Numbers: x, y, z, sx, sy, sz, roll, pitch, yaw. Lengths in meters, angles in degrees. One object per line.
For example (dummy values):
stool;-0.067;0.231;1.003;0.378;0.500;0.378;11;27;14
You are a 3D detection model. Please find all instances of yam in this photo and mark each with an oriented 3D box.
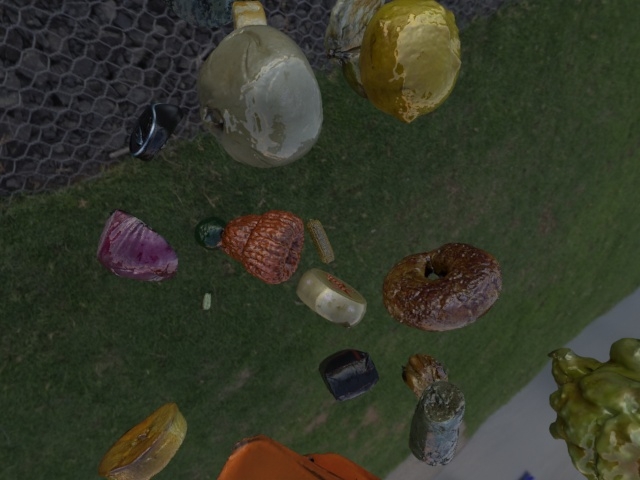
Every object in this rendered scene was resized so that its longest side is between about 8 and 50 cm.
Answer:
yam;0.237;0.379;0.868;0.107;0.107;0.183;-19;126;-28

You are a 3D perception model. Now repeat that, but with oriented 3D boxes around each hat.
hat;-0.271;0.006;1.651;0.285;0.400;0.285;13;90;-70
hat;-0.264;-0.632;0.949;0.265;0.128;0.266;-2;101;-8

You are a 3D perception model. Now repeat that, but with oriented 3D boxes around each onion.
onion;-0.543;0.053;1.216;0.250;0.247;0.111;-42;-167;43

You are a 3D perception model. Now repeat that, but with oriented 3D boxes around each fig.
fig;0.124;-0.530;1.301;0.274;0.170;0.145;5;159;-38

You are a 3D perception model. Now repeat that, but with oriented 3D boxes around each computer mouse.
computer mouse;-0.455;-0.308;1.161;0.096;0.233;0.137;33;115;-21

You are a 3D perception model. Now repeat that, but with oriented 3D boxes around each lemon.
lemon;0.203;-0.413;0.976;0.233;0.233;0.288;0;89;-39

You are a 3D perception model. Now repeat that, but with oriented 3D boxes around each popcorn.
popcorn;0.605;0.379;0.837;0.279;0.335;0.274;-29;156;-51

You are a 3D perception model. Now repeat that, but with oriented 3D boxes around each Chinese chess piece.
Chinese chess piece;0.038;0.191;1.437;0.250;0.251;0.097;23;100;-45

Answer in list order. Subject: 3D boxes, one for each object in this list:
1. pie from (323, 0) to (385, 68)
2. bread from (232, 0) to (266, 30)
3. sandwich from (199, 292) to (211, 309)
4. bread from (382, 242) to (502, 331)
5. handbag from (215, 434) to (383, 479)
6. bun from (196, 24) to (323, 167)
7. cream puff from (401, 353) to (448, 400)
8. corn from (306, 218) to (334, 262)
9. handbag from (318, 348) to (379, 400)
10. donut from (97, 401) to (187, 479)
pie;0.128;-0.779;1.523;0.339;0.077;0.339;-45;156;-27
bread;-0.145;-0.414;0.870;0.073;0.149;0.122;-9;157;-11
sandwich;-0.419;0.236;1.550;0.030;0.044;0.083;6;125;-25
bread;0.186;0.065;0.662;0.193;0.193;0.064;-32;121;-17
handbag;-0.037;0.377;0.290;0.116;0.303;0.410;36;68;-30
bun;-0.087;-0.168;0.523;0.113;0.173;0.167;-34;124;-32
cream puff;0.270;0.347;1.077;0.104;0.119;0.133;-53;150;12
corn;0.000;0.000;1.779;0.068;0.207;0.068;-24;165;-7
handbag;0.094;0.447;1.428;0.169;0.155;0.215;-26;173;-11
donut;-0.368;0.442;0.906;0.190;0.174;0.075;-40;102;-24
